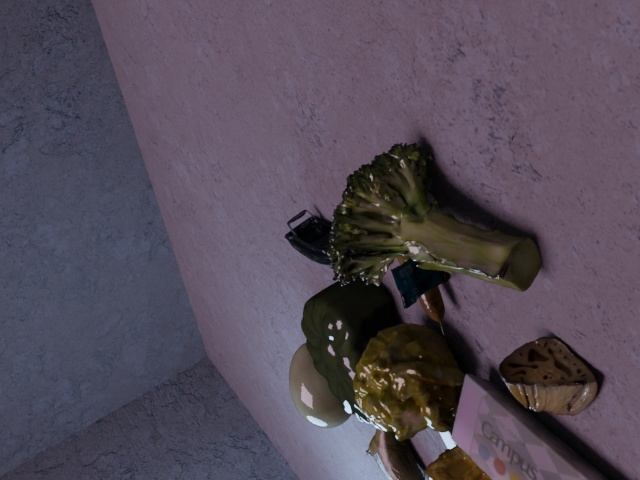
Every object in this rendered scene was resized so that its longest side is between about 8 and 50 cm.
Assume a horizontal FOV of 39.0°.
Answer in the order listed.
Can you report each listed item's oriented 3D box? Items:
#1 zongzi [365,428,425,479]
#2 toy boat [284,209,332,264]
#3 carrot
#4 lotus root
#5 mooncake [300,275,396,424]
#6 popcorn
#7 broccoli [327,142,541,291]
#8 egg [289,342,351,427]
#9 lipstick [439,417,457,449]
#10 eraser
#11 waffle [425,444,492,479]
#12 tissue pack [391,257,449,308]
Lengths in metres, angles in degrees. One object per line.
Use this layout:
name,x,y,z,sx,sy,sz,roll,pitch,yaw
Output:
zongzi,0.208,0.568,2.428,0.194,0.099,0.197,49,151,30
toy boat,0.000,0.000,2.138,0.246,0.093,0.103,30,151,58
carrot,0.184,0.048,1.750,0.298,0.078,0.078,66,160,-10
lotus root,0.380,0.227,1.515,0.159,0.095,0.135,9,146,15
mooncake,0.095,0.261,2.135,0.351,0.187,0.351,49,159,26
popcorn,0.187,0.285,1.865,0.259,0.259,0.212,43,177,42
broccoli,0.199,-0.024,1.526,0.361,0.252,0.221,3,132,27
egg,0.004,0.406,2.559,0.254,0.188,0.188,68,160,-6
lipstick,0.321,0.452,1.999,0.317,0.068,0.066,62,160,-4
eraser,0.405,0.431,1.686,0.397,0.082,0.213,40,133,46
waffle,0.359,0.507,1.834,0.274,0.168,0.057,38,156,45
tissue pack,0.190,0.065,1.694,0.028,0.138,0.085,-11,106,44
